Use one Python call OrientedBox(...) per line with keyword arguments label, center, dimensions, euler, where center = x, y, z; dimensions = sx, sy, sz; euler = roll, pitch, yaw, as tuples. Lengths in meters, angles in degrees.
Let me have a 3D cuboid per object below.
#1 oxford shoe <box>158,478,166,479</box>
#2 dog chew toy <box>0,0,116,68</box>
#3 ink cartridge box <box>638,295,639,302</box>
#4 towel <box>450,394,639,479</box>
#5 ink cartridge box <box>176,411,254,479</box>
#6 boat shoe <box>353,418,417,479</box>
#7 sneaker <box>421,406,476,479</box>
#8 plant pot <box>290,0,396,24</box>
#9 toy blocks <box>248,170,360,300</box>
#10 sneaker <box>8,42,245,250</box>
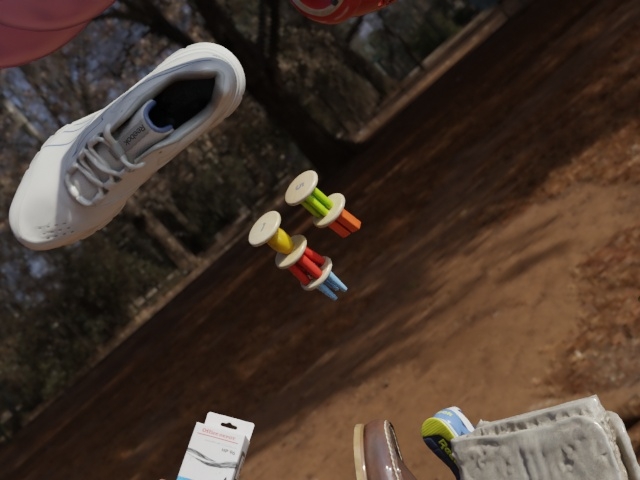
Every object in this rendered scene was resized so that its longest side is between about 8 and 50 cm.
OrientedBox(label="oxford shoe", center=(-0.166, 0.419, 0.969), dimensions=(0.140, 0.146, 0.397), euler=(118, 167, -44))
OrientedBox(label="dog chew toy", center=(-0.226, -0.199, 0.647), dimensions=(0.206, 0.207, 0.332), euler=(-42, 33, -27))
OrientedBox(label="ink cartridge box", center=(0.583, 0.051, 1.484), dimensions=(0.209, 0.109, 0.062), euler=(-38, -23, -14))
OrientedBox(label="towel", center=(0.229, 0.295, 0.936), dimensions=(0.049, 0.282, 0.187), euler=(-1, -17, -44))
OrientedBox(label="ink cartridge box", center=(-0.094, 0.194, 0.900), dimensions=(0.028, 0.048, 0.083), euler=(79, -154, -64))
OrientedBox(label="boat shoe", center=(0.077, 0.244, 0.835), dimensions=(0.073, 0.207, 0.073), euler=(-19, -29, 14))
OrientedBox(label="sneaker", center=(0.180, 0.256, 1.180), dimensions=(0.053, 0.144, 0.059), euler=(-35, -1, 37))
OrientedBox(label="plant pot", center=(0.038, -0.457, 1.676), dimensions=(0.174, 0.191, 0.191), euler=(-38, -2, -39))
OrientedBox(label="toy blocks", center=(0.000, 0.000, 1.289), dimensions=(0.123, 0.148, 0.054), euler=(-47, 30, 3))
OrientedBox(label="sneaker", center=(-0.206, -0.099, 1.031), dimensions=(0.297, 0.111, 0.129), euler=(-42, 10, 3))
